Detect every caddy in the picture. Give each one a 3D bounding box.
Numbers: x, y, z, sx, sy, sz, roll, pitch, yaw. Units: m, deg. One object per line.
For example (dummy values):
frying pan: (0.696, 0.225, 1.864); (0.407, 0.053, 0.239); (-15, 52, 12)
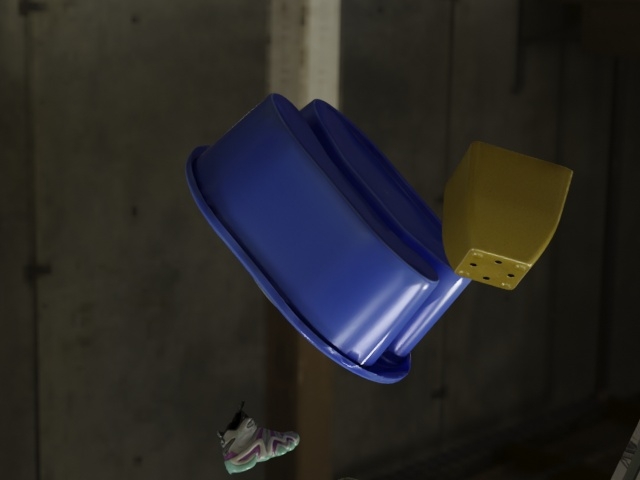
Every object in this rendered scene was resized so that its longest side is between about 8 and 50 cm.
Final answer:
caddy: (0.000, 0.000, 1.683); (0.341, 0.179, 0.241); (51, -161, 15)

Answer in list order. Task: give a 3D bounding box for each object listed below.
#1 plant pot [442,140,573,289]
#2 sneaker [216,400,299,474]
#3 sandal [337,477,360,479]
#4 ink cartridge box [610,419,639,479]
plant pot: (0.136, -0.012, 1.179); (0.081, 0.083, 0.081); (16, 153, -5)
sneaker: (-0.068, 0.200, 1.644); (0.098, 0.069, 0.038); (-18, 176, -45)
sandal: (0.045, 0.386, 1.589); (0.086, 0.302, 0.120); (-9, -159, -39)
ink cartridge box: (0.334, 0.233, 1.233); (0.198, 0.273, 0.115); (27, 178, -11)
